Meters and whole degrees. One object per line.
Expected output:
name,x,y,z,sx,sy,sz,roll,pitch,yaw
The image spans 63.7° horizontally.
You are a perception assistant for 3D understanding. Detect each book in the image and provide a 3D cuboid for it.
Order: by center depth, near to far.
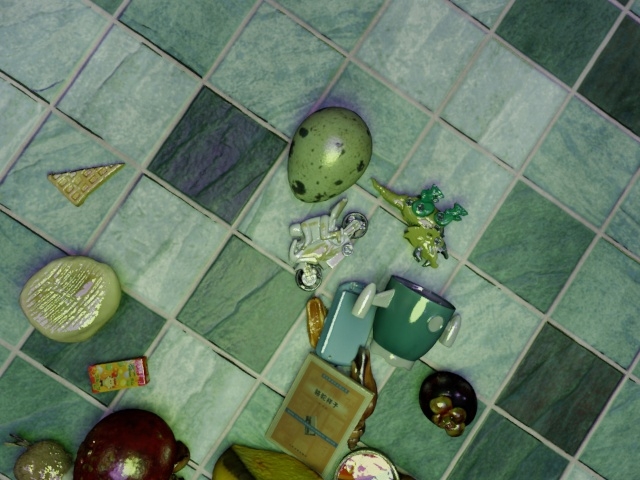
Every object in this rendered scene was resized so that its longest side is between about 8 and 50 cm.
book,-0.007,0.394,1.151,0.170,0.018,0.242,30,103,15

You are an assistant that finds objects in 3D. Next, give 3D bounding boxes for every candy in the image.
candy,-0.455,0.303,1.166,0.121,0.038,0.062,-8,90,-4

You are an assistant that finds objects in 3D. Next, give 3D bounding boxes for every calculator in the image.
calculator,0.064,0.197,1.186,0.121,0.039,0.211,20,88,-27

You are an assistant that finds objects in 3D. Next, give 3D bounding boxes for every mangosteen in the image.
mangosteen,-0.387,0.478,1.100,0.257,0.215,0.215,36,86,-34
mangosteen,0.288,0.372,1.162,0.137,0.151,0.137,4,114,10

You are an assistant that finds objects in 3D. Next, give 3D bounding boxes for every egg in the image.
egg,0.014,-0.185,1.141,0.177,0.177,0.228,36,103,-3

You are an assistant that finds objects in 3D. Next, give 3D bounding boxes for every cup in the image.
cup,0.193,0.190,1.155,0.299,0.167,0.173,23,96,-28

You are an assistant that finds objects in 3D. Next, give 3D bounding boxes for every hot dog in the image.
hot dog,-0.005,0.191,1.202,0.056,0.041,0.133,-7,97,-4

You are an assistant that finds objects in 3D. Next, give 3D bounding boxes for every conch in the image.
conch,0.082,0.365,1.167,0.086,0.080,0.233,21,108,11

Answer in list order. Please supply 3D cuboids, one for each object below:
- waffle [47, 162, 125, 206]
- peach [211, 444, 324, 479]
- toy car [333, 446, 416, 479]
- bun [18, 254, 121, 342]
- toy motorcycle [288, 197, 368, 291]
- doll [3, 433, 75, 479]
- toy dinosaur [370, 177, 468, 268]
waffle,-0.533,-0.158,1.175,0.152,0.023,0.097,-41,93,-2
peach,-0.108,0.619,1.055,0.242,0.306,0.381,16,59,-32
toy car,0.115,0.587,1.166,0.234,0.145,0.235,-2,75,8
bun,-0.533,0.123,1.123,0.178,0.128,0.193,41,75,-3
toy motorcycle,0.000,0.000,1.188,0.151,0.074,0.229,41,89,1
doll,-0.596,0.496,1.124,0.105,0.115,0.221,-43,85,6
toy dinosaur,0.227,-0.069,1.201,0.153,0.094,0.259,-38,83,-7
